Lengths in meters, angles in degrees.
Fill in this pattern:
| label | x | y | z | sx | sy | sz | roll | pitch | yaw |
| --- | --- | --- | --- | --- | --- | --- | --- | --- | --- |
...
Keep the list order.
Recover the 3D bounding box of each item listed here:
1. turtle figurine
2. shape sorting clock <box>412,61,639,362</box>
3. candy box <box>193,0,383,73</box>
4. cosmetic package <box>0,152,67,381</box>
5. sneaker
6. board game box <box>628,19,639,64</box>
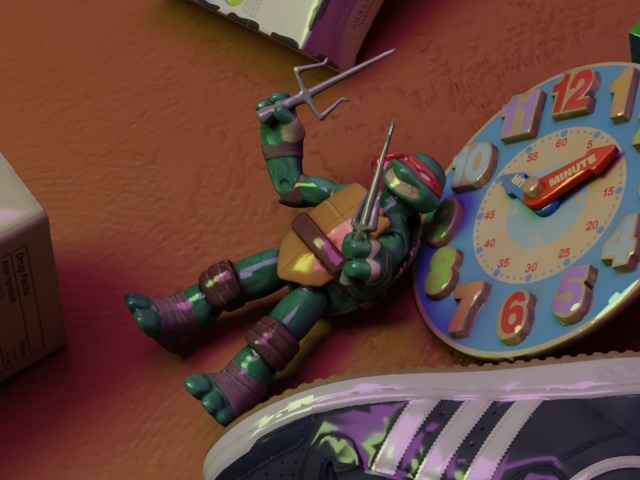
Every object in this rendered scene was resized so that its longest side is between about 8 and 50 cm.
| label | x | y | z | sx | sy | sz | roll | pitch | yaw |
| --- | --- | --- | --- | --- | --- | --- | --- | --- | --- |
| turtle figurine | 0.000 | 0.000 | 0.897 | 0.234 | 0.118 | 0.175 | -43 | 37 | -1 |
| shape sorting clock | 0.135 | -0.022 | 0.878 | 0.206 | 0.040 | 0.206 | -31 | 36 | 26 |
| candy box | -0.030 | -0.236 | 1.083 | 0.196 | 0.070 | 0.165 | 29 | 95 | 34 |
| cosmetic package | -0.314 | 0.061 | 0.864 | 0.309 | 0.160 | 0.113 | -30 | 64 | -23 |
| sneaker | 0.076 | 0.149 | 0.763 | 0.282 | 0.099 | 0.153 | -9 | 48 | 5 |
| board game box | 0.305 | -0.121 | 0.869 | 0.201 | 0.035 | 0.136 | 28 | 63 | 35 |
